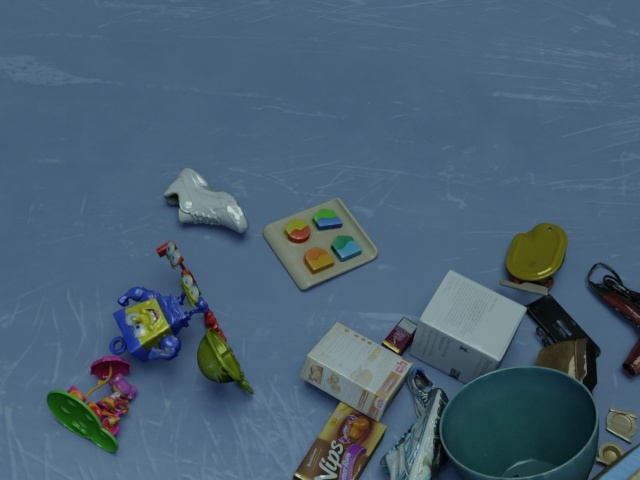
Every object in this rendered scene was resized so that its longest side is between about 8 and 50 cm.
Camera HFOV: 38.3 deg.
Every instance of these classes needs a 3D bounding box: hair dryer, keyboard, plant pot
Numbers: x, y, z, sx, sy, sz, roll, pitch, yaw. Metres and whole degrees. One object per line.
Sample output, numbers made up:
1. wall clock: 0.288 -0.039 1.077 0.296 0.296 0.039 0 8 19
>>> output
1. hair dryer: 0.708 0.179 2.050 0.224 0.080 0.293 1 48 15
2. keyboard: 0.521 0.204 2.031 0.108 0.023 0.180 -24 59 -27
3. plant pot: 0.388 0.406 1.746 0.290 0.195 0.290 -14 30 8

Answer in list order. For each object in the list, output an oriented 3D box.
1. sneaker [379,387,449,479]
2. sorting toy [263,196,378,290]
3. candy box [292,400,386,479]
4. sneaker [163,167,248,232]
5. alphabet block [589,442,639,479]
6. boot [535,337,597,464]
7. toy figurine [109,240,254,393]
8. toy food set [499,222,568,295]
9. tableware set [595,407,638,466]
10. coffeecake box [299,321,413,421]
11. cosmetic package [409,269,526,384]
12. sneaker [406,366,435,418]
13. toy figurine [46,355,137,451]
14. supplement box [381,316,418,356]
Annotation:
1. sneaker: 0.178 0.412 1.794 0.122 0.110 0.283 2 56 28
2. sorting toy: 0.000 0.000 2.118 0.208 0.038 0.193 -25 61 -20
3. candy box: 0.038 0.422 1.816 0.109 0.053 0.186 28 56 15
4. sneaker: -0.267 -0.067 2.124 0.232 0.090 0.115 32 65 27
5. alphabet block: 0.597 0.498 1.712 0.193 0.197 0.192 -28 69 -22
6. boot: 0.504 0.351 1.900 0.115 0.112 0.305 -9 56 28
7. toy figurine: -0.316 0.201 1.885 0.217 0.191 0.362 -28 60 -6
8. toy food set: 0.493 0.058 2.110 0.128 0.071 0.218 6 49 29
9. tableware set: 0.641 0.426 1.885 0.141 0.020 0.168 25 56 12
10. coffeecake box: 0.075 0.266 1.892 0.185 0.068 0.142 28 34 14
11. cosmetic package: 0.309 0.192 1.941 0.184 0.151 0.151 27 57 15
12. sneaker: 0.216 0.321 1.899 0.052 0.058 0.135 -17 59 -16
13. toy figurine: -0.425 0.306 1.835 0.173 0.130 0.159 41 49 -3
14. supplement box: 0.168 0.213 1.973 0.043 0.055 0.083 34 58 18
